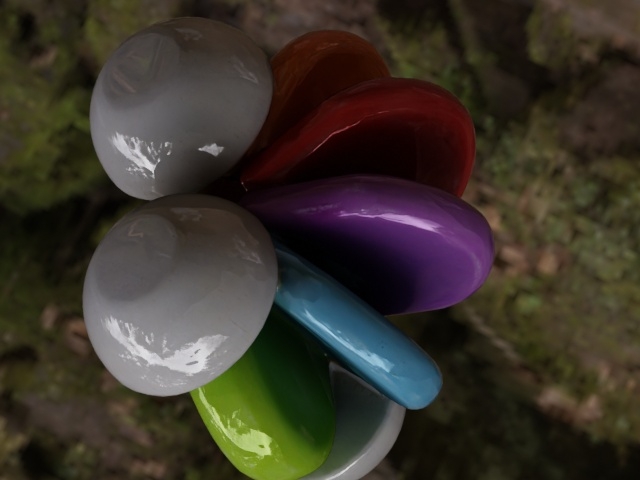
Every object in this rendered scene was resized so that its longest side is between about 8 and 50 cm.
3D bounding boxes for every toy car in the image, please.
[{"bbox_3d":[0.000,0.000,0.712,0.136,0.182,0.159,-17,144,22],"label":"toy car"}]
